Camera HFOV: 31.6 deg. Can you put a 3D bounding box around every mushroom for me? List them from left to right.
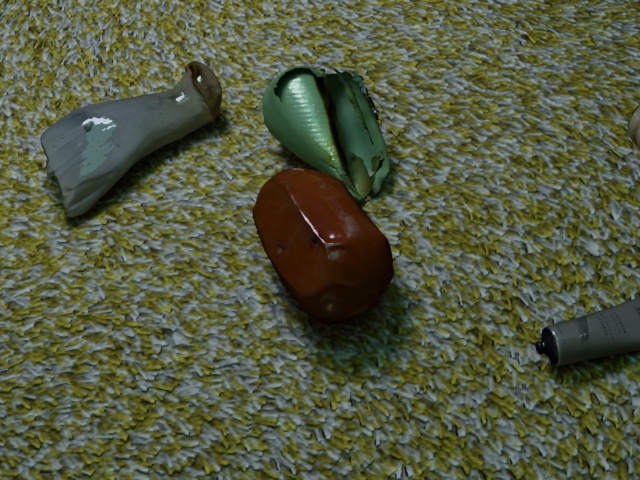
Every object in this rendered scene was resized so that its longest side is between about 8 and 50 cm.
[{"bbox_3d":[-0.305,-0.174,1.861,0.328,0.122,0.159,-29,88,-14],"label":"mushroom"}]

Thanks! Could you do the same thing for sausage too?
[{"bbox_3d":[-0.001,0.000,1.620,0.141,0.153,0.268,9,36,-39],"label":"sausage"}]

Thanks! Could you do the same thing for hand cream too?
[{"bbox_3d":[0.378,0.125,1.524,0.186,0.054,0.087,-13,53,-10],"label":"hand cream"}]

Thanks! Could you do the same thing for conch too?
[{"bbox_3d":[0.019,-0.185,1.784,0.250,0.137,0.143,33,61,31],"label":"conch"}]

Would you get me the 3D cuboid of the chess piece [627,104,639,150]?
[{"bbox_3d":[0.564,-0.044,1.595,0.117,0.117,0.397,-14,51,-3],"label":"chess piece"}]
